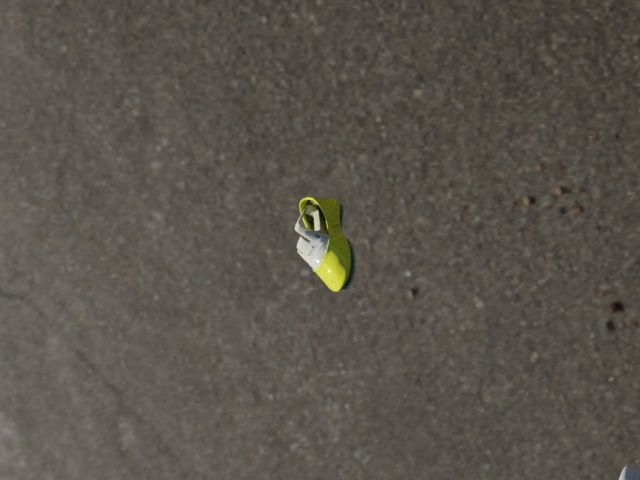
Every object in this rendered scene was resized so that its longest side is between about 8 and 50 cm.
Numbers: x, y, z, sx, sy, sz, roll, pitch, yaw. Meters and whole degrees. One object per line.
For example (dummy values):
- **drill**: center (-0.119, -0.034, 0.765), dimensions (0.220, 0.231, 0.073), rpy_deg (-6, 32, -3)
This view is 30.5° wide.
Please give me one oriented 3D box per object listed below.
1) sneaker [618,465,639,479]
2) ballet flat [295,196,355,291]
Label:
- **sneaker**: center (0.289, 0.295, 0.964), dimensions (0.121, 0.079, 0.217), rpy_deg (9, 105, 21)
- **ballet flat**: center (0.000, 0.000, 1.785), dimensions (0.231, 0.077, 0.077), rpy_deg (-98, 31, -59)
